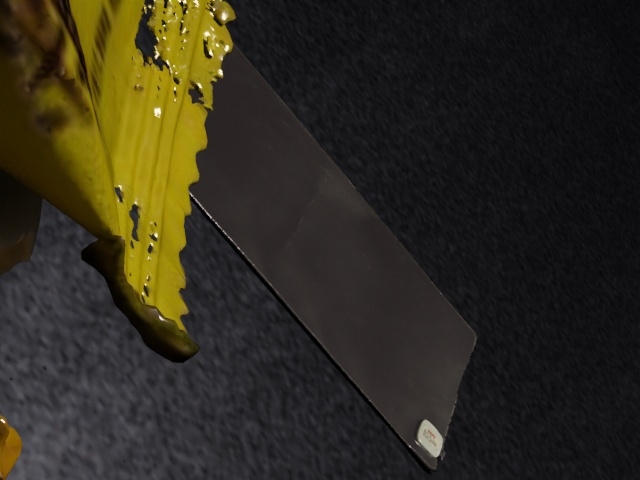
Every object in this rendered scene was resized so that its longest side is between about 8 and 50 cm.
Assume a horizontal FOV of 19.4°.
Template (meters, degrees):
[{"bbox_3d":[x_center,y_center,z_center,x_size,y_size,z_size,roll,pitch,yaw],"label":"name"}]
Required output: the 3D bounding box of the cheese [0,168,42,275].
[{"bbox_3d":[-0.169,-0.079,0.554,0.227,0.064,0.137,58,26,6],"label":"cheese"}]

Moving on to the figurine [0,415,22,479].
[{"bbox_3d":[-0.133,0.061,0.454,0.176,0.121,0.122,49,-1,6],"label":"figurine"}]

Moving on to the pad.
[{"bbox_3d":[0.000,0.000,0.802,0.193,0.004,0.116,49,28,-13],"label":"pad"}]

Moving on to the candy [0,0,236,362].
[{"bbox_3d":[-0.121,-0.110,0.515,0.297,0.081,0.187,50,29,-34],"label":"candy"}]
